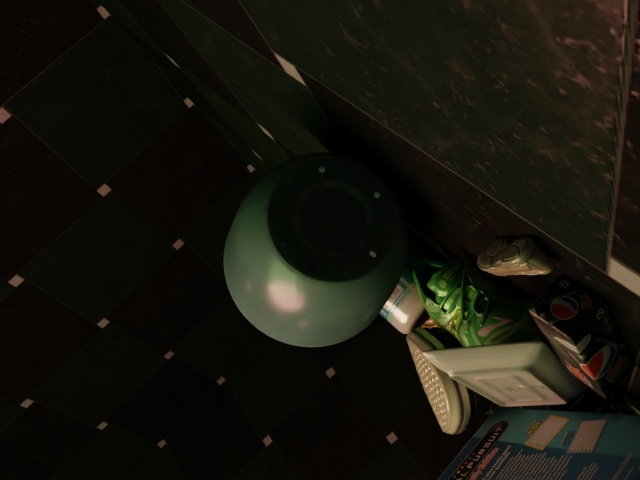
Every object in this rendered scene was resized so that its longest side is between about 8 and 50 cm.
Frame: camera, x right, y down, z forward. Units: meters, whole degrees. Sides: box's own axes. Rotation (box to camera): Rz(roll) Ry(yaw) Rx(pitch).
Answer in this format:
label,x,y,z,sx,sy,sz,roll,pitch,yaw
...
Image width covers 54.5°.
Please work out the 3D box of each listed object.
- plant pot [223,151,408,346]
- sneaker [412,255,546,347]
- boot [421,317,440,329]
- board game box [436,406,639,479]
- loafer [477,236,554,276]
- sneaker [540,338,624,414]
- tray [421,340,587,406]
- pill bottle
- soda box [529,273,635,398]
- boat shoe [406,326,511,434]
label,x,y,z,sx,sy,sz,roll,pitch,yaw
plant pot,0.000,0.000,0.941,0.293,0.293,0.235,43,162,6
sneaker,0.215,0.094,0.903,0.123,0.109,0.295,49,171,-20
boot,0.178,0.082,1.499,0.269,0.089,0.236,46,176,-31
board game box,0.289,0.333,0.799,0.079,0.254,0.336,54,153,-5
loafer,0.207,0.023,0.669,0.039,0.045,0.125,37,175,-3
sneaker,0.365,0.217,0.967,0.271,0.100,0.108,47,-170,11
tray,0.250,0.183,0.811,0.145,0.030,0.270,-12,152,29
pill bottle,0.111,0.038,1.160,0.264,0.146,0.146,43,177,20
soda box,0.289,0.109,0.679,0.169,0.053,0.060,45,177,-42
boat shoe,0.262,0.236,1.131,0.500,0.156,0.186,40,-151,-71
